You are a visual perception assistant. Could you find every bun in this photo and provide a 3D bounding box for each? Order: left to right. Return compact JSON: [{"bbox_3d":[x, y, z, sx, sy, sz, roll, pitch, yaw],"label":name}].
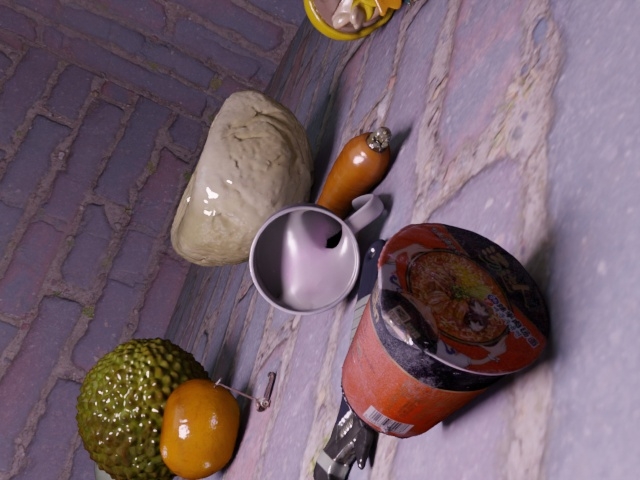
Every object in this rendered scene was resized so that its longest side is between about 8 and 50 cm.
[{"bbox_3d":[-0.135,-0.100,1.376,0.352,0.227,0.349,-154,87,-79],"label":"bun"}]

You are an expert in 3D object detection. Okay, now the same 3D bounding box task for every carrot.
[{"bbox_3d":[0.025,-0.061,1.057,0.336,0.069,0.069,126,162,-53],"label":"carrot"}]

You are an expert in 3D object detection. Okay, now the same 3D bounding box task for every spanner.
[{"bbox_3d":[0.045,0.116,0.762,0.087,0.024,0.316,-50,20,46],"label":"spanner"}]

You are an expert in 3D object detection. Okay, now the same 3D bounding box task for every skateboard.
[{"bbox_3d":[-0.111,0.211,1.065,0.032,0.083,0.064,-49,21,53],"label":"skateboard"}]

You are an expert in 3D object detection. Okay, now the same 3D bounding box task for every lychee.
[{"bbox_3d":[-0.316,0.313,1.325,0.320,0.270,0.270,-38,31,56],"label":"lychee"}]

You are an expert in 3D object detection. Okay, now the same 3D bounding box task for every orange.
[{"bbox_3d":[-0.189,0.299,1.140,0.156,0.124,0.156,-174,90,-74],"label":"orange"}]

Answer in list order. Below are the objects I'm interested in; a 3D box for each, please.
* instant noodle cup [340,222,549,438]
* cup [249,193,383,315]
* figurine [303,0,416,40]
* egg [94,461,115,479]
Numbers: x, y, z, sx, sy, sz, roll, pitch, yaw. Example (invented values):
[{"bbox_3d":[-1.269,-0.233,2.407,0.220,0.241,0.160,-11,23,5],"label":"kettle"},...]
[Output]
[{"bbox_3d":[0.077,0.076,0.522,0.135,0.127,0.127,115,169,-45],"label":"instant noodle cup"},{"bbox_3d":[-0.012,-0.002,0.934,0.142,0.134,0.173,-102,36,-82],"label":"cup"},{"bbox_3d":[0.086,-0.457,1.247,0.215,0.187,0.344,-43,17,-4],"label":"figurine"},{"bbox_3d":[-0.395,0.466,1.551,0.236,0.169,0.169,-59,15,24],"label":"egg"}]
